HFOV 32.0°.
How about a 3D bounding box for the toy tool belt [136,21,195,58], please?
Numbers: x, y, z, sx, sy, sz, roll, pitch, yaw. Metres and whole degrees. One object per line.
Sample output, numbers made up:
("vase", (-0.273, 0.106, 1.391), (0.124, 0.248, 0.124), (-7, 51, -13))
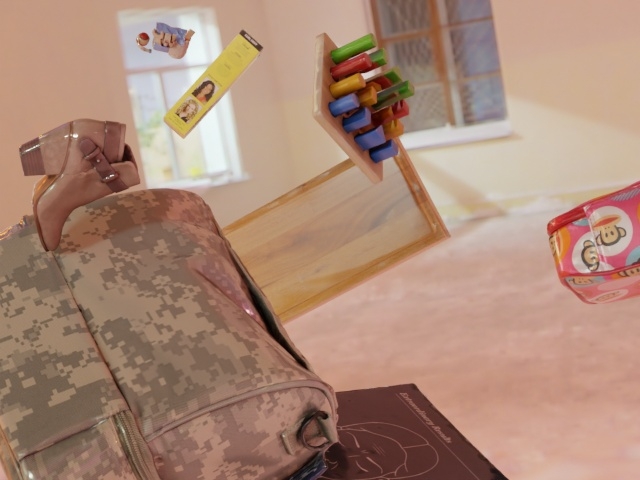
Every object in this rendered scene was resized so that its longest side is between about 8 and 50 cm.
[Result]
("toy tool belt", (-0.241, -0.320, 1.741), (0.083, 0.052, 0.051), (10, -37, -19))

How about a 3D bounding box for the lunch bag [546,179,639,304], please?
("lunch bag", (0.474, 0.001, 1.510), (0.293, 0.120, 0.258), (-19, -22, 23))

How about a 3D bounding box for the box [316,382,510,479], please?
("box", (-0.007, 0.337, 1.276), (0.396, 0.212, 0.293), (-3, 23, -25))

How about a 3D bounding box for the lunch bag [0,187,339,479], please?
("lunch bag", (-0.154, 0.108, 0.966), (0.256, 0.212, 0.305), (-27, 50, -11))

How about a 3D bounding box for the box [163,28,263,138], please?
("box", (-0.209, -0.303, 2.175), (0.232, 0.058, 0.087), (-49, 6, -5))

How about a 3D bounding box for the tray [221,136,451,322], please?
("tray", (0.000, 0.000, 1.982), (0.411, 0.202, 0.076), (-28, -7, 11))

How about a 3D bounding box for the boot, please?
("boot", (-0.186, -0.044, 0.885), (0.087, 0.118, 0.042), (-10, 45, -9))

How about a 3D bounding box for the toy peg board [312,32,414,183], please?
("toy peg board", (0.067, -0.195, 1.546), (0.079, 0.161, 0.160), (-21, 46, 27))
